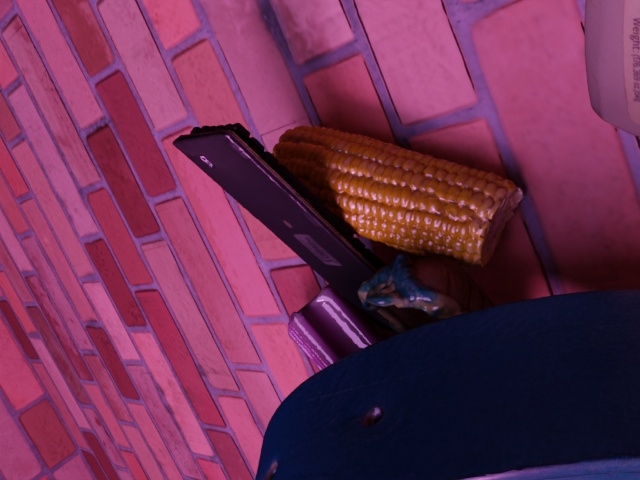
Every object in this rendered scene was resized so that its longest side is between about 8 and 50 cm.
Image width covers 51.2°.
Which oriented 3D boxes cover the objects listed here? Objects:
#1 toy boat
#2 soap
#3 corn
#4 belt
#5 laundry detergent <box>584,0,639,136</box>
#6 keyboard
[{"bbox_3d":[0.136,0.118,0.603,0.109,0.099,0.292,1,134,47],"label":"toy boat"},{"bbox_3d":[0.049,0.150,0.747,0.203,0.065,0.122,49,167,8],"label":"soap"},{"bbox_3d":[0.057,-0.044,0.613,0.244,0.093,0.093,21,129,36],"label":"corn"},{"bbox_3d":[0.150,0.203,0.497,0.437,0.173,0.300,-16,123,21],"label":"belt"},{"bbox_3d":[0.275,-0.107,0.341,0.254,0.091,0.181,21,145,35],"label":"laundry detergent"},{"bbox_3d":[0.000,0.000,0.632,0.317,0.027,0.106,43,158,-32],"label":"keyboard"}]
